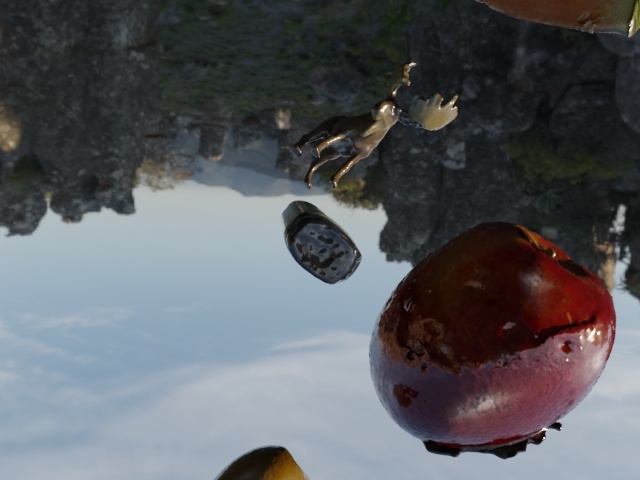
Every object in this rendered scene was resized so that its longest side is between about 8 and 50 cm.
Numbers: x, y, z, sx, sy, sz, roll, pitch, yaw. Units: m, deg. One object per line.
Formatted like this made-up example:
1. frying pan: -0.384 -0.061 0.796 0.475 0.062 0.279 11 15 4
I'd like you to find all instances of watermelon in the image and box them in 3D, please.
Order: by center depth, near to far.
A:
1. watermelon: 0.302 -0.360 0.708 0.159 0.128 0.303 -25 -135 -23

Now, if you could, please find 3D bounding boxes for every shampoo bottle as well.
1. shampoo bottle: 0.000 0.000 0.905 0.134 0.078 0.359 39 -178 -8

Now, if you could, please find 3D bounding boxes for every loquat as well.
1. loquat: -0.115 0.455 0.950 0.227 0.179 0.179 -45 -154 -20

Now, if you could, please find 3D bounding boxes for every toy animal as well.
1. toy animal: 0.060 -0.155 0.763 0.186 0.094 0.214 -38 -159 -18

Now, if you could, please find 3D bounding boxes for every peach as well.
1. peach: 0.264 0.167 0.976 0.353 0.416 0.339 22 -151 -26
